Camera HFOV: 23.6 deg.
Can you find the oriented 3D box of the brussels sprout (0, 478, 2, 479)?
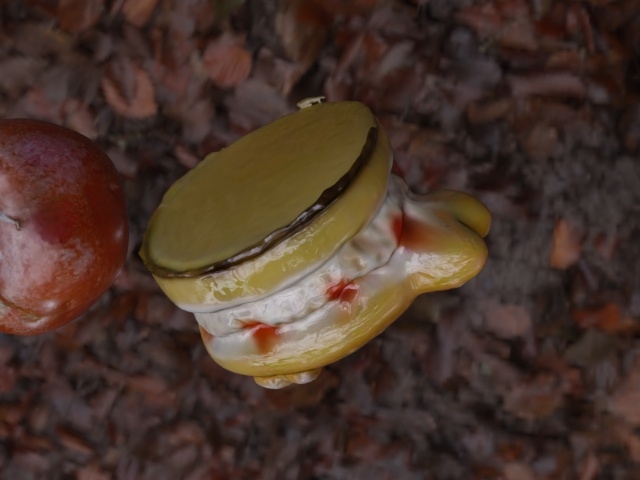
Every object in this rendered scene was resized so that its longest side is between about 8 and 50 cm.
[{"bbox_3d":[-0.498,0.413,1.971,0.317,0.273,0.242,2,136,-12],"label":"brussels sprout"}]

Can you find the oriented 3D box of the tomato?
[{"bbox_3d":[-0.301,-0.021,1.623,0.232,0.188,0.232,10,108,34],"label":"tomato"}]

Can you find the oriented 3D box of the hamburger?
[{"bbox_3d":[0.000,0.000,1.443,0.303,0.261,0.186,-29,116,18],"label":"hamburger"}]
